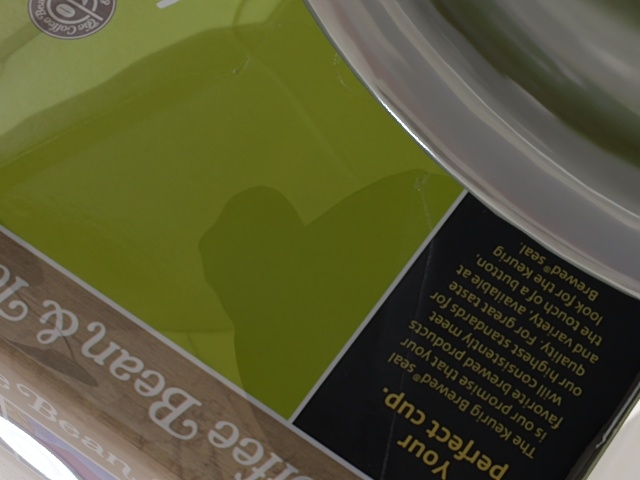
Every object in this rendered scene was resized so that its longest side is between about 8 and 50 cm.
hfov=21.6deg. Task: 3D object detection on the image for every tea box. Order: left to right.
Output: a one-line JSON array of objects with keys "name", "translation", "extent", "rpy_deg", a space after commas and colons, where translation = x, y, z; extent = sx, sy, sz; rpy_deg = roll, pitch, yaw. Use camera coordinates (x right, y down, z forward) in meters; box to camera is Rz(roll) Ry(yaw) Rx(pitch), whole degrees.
[{"name": "tea box", "translation": [0.000, 0.000, 0.771], "extent": [0.329, 0.220, 0.323], "rpy_deg": [34, -114, 13]}]

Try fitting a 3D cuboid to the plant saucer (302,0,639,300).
[{"name": "plant saucer", "translation": [0.151, -0.167, 0.474], "extent": [0.400, 0.100, 0.401], "rpy_deg": [0, -92, -12]}]
